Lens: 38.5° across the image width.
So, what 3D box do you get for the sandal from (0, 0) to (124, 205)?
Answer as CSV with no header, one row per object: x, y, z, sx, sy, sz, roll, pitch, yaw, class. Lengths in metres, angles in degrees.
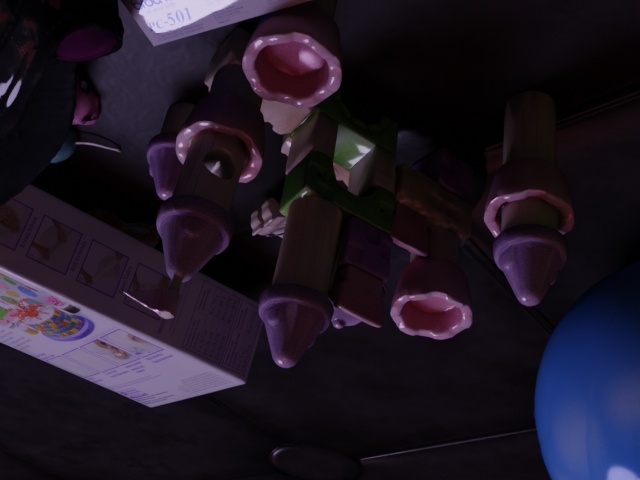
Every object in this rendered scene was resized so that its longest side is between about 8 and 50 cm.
-0.187,-0.122,0.590,0.107,0.167,0.446,41,157,3,sandal

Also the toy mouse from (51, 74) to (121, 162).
-0.243,-0.107,0.822,0.143,0.031,0.161,35,137,-31,toy mouse

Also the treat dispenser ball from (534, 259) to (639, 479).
0.337,0.152,0.815,0.288,0.288,0.288,7,144,5,treat dispenser ball

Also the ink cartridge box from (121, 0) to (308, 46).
-0.023,-0.196,0.590,0.207,0.097,0.046,-10,138,24,ink cartridge box

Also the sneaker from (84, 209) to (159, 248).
-0.211,-0.005,0.954,0.083,0.032,0.037,18,143,-10,sneaker

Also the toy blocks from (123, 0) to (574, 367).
0.000,0.000,0.714,0.288,0.260,0.309,28,141,-24,toy blocks

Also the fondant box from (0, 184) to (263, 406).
-0.257,0.064,0.975,0.330,0.096,0.238,29,151,-26,fondant box
